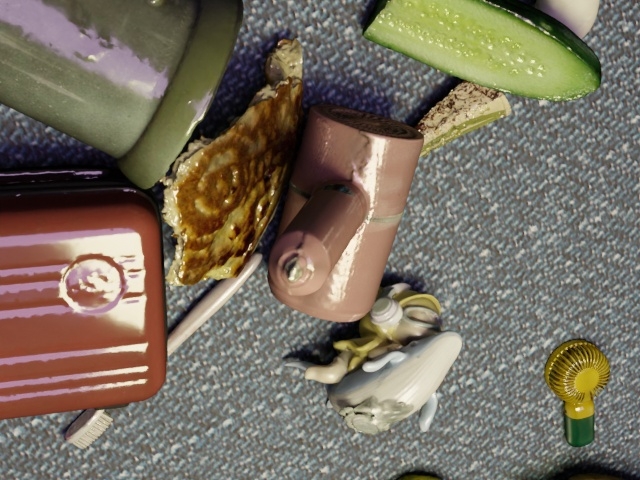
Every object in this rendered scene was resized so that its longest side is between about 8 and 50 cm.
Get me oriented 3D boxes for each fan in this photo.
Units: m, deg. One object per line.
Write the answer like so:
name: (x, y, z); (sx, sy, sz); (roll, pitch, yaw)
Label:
fan: (0.341, 0.205, 1.266); (0.082, 0.039, 0.155); (-15, 114, -12)

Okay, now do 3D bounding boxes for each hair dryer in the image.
hair dryer: (0.000, 0.000, 0.924); (0.125, 0.352, 0.210); (18, 108, 7)

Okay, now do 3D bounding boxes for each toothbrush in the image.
toothbrush: (-0.172, 0.124, 1.086); (0.307, 0.025, 0.029); (-44, 124, 3)

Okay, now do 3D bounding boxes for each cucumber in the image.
cucumber: (0.179, -0.216, 1.005); (0.244, 0.063, 0.115); (24, 146, -9)

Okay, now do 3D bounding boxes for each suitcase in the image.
suitcase: (-0.300, 0.051, 0.943); (0.297, 0.161, 0.236); (-4, 112, -15)

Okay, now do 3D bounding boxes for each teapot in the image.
teapot: (-0.244, -0.217, 0.821); (0.337, 0.200, 0.270); (25, 138, -22)

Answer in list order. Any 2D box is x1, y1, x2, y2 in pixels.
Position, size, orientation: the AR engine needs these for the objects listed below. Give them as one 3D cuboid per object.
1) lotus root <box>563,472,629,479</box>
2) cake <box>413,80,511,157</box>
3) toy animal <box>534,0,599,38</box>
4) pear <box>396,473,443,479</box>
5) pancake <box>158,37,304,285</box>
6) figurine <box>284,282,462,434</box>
lotus root: (0.385, 0.396, 1.296); (0.284, 0.146, 0.160); (22, 85, -20)
cake: (0.139, -0.136, 1.074); (0.140, 0.055, 0.051); (-28, 154, 10)
toy animal: (0.307, -0.336, 0.936); (0.196, 0.241, 0.367); (39, 140, -23)
pear: (0.128, 0.374, 1.233); (0.141, 0.104, 0.141); (-4, 108, -13)
pancake: (-0.085, -0.059, 0.992); (0.257, 0.056, 0.212); (-48, 152, -33)
figurine: (0.068, 0.138, 1.110); (0.208, 0.184, 0.128); (-17, 129, 31)
